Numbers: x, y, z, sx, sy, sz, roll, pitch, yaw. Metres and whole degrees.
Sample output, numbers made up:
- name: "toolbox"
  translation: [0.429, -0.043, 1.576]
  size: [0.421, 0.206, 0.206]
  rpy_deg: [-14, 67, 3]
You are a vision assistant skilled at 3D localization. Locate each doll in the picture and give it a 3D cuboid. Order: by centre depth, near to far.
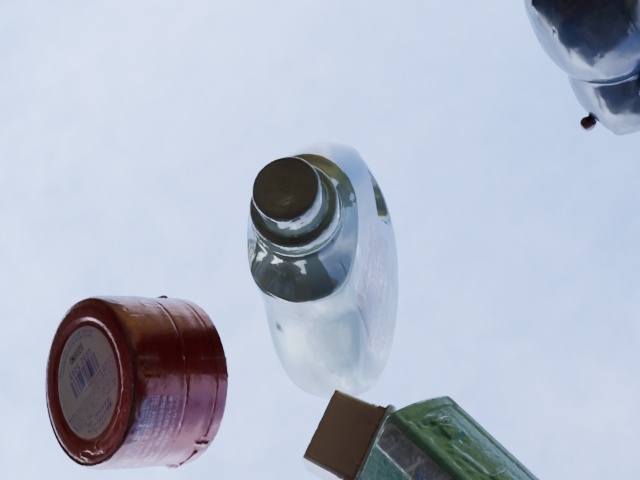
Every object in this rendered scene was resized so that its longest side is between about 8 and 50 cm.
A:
- name: "doll"
  translation: [0.323, -0.233, 1.601]
  size: [0.154, 0.258, 0.228]
  rpy_deg: [-33, -139, 1]

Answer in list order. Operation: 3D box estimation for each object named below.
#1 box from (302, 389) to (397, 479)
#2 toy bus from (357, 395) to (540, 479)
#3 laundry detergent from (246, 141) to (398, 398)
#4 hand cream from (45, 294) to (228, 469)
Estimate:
- name: "box"
  translation: [0.026, 0.188, 1.322]
  size: [0.062, 0.122, 0.089]
  rpy_deg: [24, -103, 7]
- name: "toy bus"
  translation: [0.139, 0.231, 1.074]
  size: [0.091, 0.109, 0.262]
  rpy_deg: [-14, -137, -41]
- name: "laundry detergent"
  translation: [0.000, 0.000, 1.484]
  size: [0.125, 0.398, 0.264]
  rpy_deg: [5, -108, 12]
- name: "hand cream"
  translation: [-0.203, 0.153, 1.556]
  size: [0.193, 0.125, 0.193]
  rpy_deg: [-5, -96, 47]
